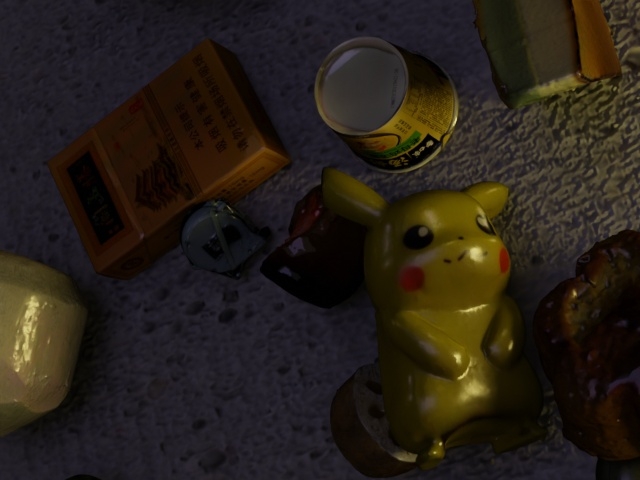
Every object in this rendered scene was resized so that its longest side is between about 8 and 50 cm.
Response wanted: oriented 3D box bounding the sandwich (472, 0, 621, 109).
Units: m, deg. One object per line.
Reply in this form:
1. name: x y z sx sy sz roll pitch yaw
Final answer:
1. sandwich: 0.244 -0.200 1.439 0.108 0.186 0.220 -20 55 22

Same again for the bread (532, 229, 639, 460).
1. bread: 0.325 0.097 1.361 0.247 0.135 0.232 -33 48 5

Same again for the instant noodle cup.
1. instant noodle cup: 0.066 -0.159 1.555 0.151 0.122 0.151 -4 81 26

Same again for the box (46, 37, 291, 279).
1. box: -0.190 -0.096 1.698 0.274 0.076 0.174 -35 66 17

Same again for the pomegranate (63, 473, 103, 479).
1. pomegranate: -0.278 0.353 1.646 0.122 0.122 0.161 -34 105 17

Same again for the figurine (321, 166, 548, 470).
1. figurine: 0.135 0.068 1.434 0.169 0.218 0.326 166 97 -67

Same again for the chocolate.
1. chocolate: 0.000 0.000 1.558 0.124 0.127 0.133 19 76 42

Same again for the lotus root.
1. lotus root: 0.065 0.195 1.491 0.081 0.112 0.122 -34 68 39

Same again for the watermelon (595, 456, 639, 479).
1. watermelon: 0.317 0.249 1.375 0.078 0.078 0.110 -19 66 22

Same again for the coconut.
1. coconut: -0.399 0.131 1.684 0.224 0.224 0.234 11 73 28

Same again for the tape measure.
1. tape measure: -0.121 -0.002 1.637 0.091 0.094 0.054 -54 25 11
